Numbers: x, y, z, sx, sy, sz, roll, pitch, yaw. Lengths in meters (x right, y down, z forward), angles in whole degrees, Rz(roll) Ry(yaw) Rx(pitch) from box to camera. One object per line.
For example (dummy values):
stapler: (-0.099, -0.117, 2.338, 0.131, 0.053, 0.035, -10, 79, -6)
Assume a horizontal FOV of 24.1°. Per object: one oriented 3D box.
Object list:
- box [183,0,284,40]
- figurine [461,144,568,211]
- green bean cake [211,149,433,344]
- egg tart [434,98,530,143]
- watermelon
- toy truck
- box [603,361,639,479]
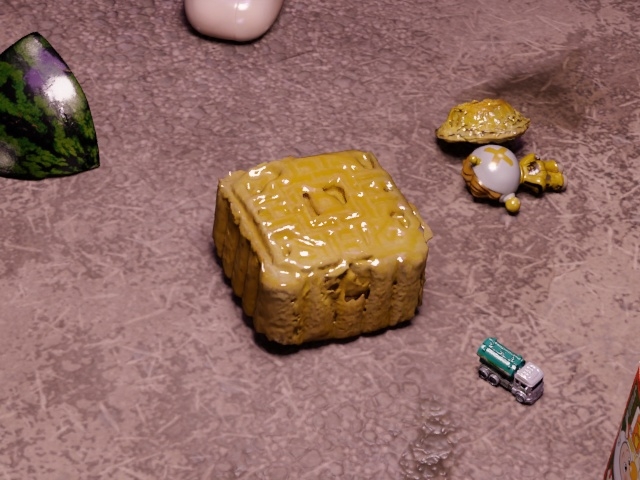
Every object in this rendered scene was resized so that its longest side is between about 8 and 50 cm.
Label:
box: (-0.123, -0.371, 2.203, 0.146, 0.088, 0.200, 10, 45, 4)
figurine: (0.255, -0.084, 1.959, 0.143, 0.068, 0.101, 21, 46, -6)
green bean cake: (0.000, 0.000, 1.795, 0.224, 0.131, 0.230, -13, 47, -20)
egg tart: (0.217, -0.159, 2.007, 0.130, 0.052, 0.130, -6, 14, 2)
watermelon: (-0.393, -0.155, 1.941, 0.145, 0.137, 0.193, -26, 94, -30)
toy truck: (0.219, 0.148, 1.724, 0.083, 0.044, 0.039, 34, 54, 27)
box: (0.389, 0.245, 1.527, 0.148, 0.195, 0.177, -2, 45, -8)
